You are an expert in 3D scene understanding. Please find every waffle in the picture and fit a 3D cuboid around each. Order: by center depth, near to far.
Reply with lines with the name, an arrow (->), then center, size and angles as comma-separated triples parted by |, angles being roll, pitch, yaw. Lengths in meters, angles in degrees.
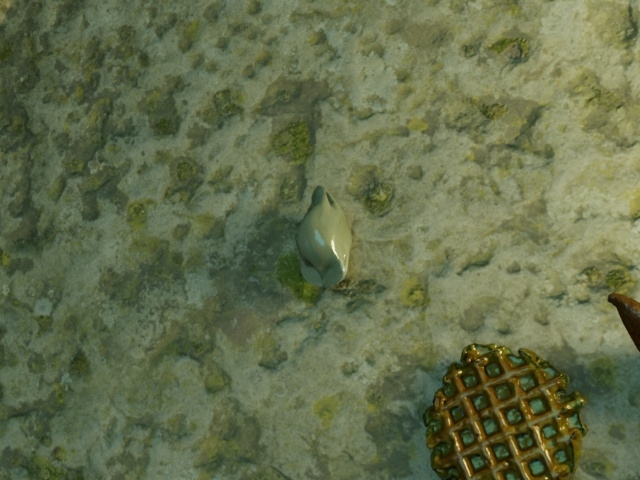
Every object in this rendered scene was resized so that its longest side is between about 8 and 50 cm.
waffle -> 0.337, 0.358, 1.535 | 0.302, 0.068, 0.324 | 18, 85, 28

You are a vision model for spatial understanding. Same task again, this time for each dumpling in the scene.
dumpling -> 0.000, 0.000, 1.766 | 0.151, 0.124, 0.228 | -36, 52, 54

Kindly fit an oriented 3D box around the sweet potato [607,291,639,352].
sweet potato -> 0.647, 0.200, 1.402 | 0.359, 0.112, 0.112 | 34, 94, 9
